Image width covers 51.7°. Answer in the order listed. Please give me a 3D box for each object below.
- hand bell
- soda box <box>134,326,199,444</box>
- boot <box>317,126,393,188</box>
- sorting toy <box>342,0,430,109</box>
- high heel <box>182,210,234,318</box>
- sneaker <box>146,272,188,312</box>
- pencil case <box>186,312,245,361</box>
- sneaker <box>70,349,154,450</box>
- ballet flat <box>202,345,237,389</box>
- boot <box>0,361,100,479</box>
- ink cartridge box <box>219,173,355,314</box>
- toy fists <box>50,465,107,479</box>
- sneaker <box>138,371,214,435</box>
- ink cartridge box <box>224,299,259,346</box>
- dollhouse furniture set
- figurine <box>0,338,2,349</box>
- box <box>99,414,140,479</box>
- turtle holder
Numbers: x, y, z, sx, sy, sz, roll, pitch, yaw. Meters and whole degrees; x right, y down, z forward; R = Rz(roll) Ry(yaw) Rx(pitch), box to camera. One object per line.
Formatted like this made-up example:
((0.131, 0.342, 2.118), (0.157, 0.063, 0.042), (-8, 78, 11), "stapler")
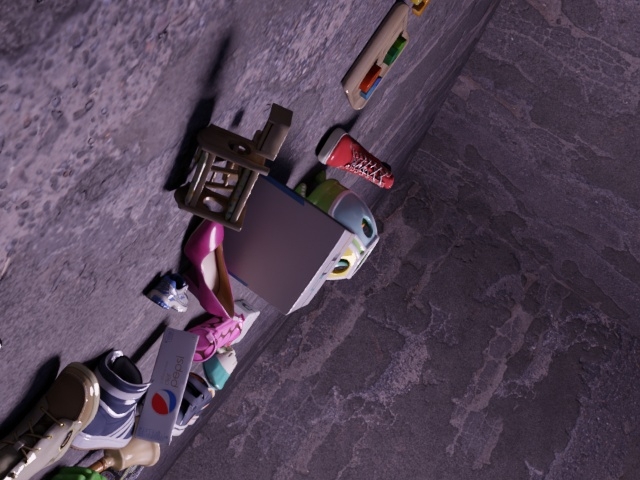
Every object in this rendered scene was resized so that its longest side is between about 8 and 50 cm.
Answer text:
((-0.481, 0.487, 1.429), (0.242, 0.126, 0.126), (-21, 148, -54), "hand bell")
((-0.302, 0.284, 1.297), (0.074, 0.069, 0.216), (138, -33, -68), "soda box")
((0.095, -0.186, 1.591), (0.088, 0.176, 0.244), (-54, 172, 16), "boot")
((0.157, -0.422, 1.414), (0.307, 0.041, 0.229), (-55, 173, 6), "sorting toy")
((-0.178, 0.050, 1.151), (0.082, 0.117, 0.244), (-47, 170, -42), "high heel")
((-0.250, 0.088, 1.143), (0.058, 0.052, 0.135), (-58, 174, -3), "sneaker")
((-0.255, 0.223, 1.589), (0.098, 0.095, 0.209), (-20, -176, 14), "pencil case")
((-0.355, 0.280, 1.166), (0.153, 0.099, 0.282), (-52, 170, -8), "sneaker")
((-0.268, 0.319, 1.760), (0.087, 0.083, 0.247), (-33, -167, -6), "ballet flat")
((-0.406, 0.277, 0.919), (0.213, 0.077, 0.165), (-55, 171, 24), "boot")
((-0.069, 0.007, 1.341), (0.197, 0.198, 0.270), (-55, 174, 3), "ink cartridge box")
((-0.485, 0.512, 1.235), (0.279, 0.096, 0.142), (7, 75, -79), "toy fists")
((-0.348, 0.389, 1.633), (0.127, 0.126, 0.321), (-56, 175, -6), "sneaker")
((-0.236, 0.228, 1.837), (0.109, 0.063, 0.150), (-54, 173, 1), "ink cartridge box")
((-0.116, -0.141, 0.910), (0.161, 0.101, 0.182), (-86, -159, -52), "dollhouse furniture set")
((-0.395, 0.191, 0.594), (0.209, 0.092, 0.215), (-62, 172, 4), "figurine")
((-0.489, 0.555, 1.753), (0.270, 0.060, 0.216), (-56, 172, 9), "box")
((0.012, -0.016, 1.638), (0.243, 0.227, 0.320), (-55, 173, 13), "turtle holder")
